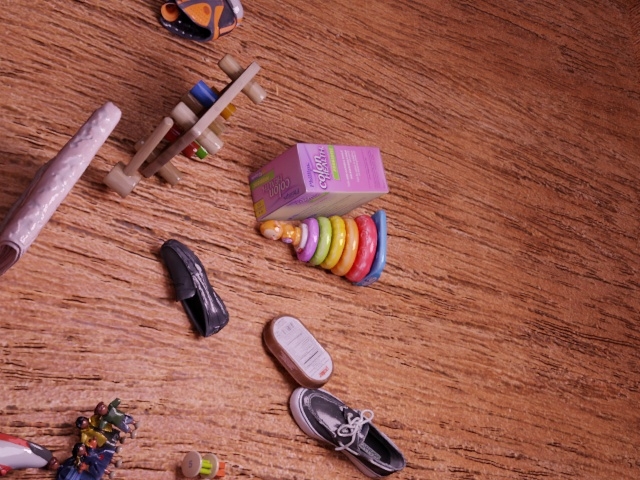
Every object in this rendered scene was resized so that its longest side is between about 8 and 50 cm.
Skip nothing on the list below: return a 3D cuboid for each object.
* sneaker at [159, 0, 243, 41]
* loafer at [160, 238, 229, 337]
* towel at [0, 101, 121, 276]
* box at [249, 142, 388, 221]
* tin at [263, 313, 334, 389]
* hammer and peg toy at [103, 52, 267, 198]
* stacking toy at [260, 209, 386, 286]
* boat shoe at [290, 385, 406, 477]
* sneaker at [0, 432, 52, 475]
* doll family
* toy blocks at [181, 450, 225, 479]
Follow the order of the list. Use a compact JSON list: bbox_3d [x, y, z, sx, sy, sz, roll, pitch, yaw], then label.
[{"bbox_3d":[-0.327,-0.613,1.951,0.321,0.124,0.180,53,50,-8],"label":"sneaker"},{"bbox_3d":[-0.274,0.101,1.752,0.078,0.076,0.223,-38,101,-47],"label":"loafer"},{"bbox_3d":[-0.507,-0.072,1.489,0.053,0.317,0.332,38,54,-20],"label":"towel"},{"bbox_3d":[-0.006,-0.133,1.952,0.242,0.213,0.117,-3,76,-37],"label":"box"},{"bbox_3d":[-0.047,0.248,1.865,0.190,0.040,0.106,48,46,5],"label":"tin"},{"bbox_3d":[-0.277,-0.222,1.748,0.127,0.266,0.361,45,51,-14],"label":"hammer and peg toy"},{"bbox_3d":[0.000,0.000,1.964,0.301,0.175,0.166,12,68,-21],"label":"stacking toy"},{"bbox_3d":[0.067,0.429,1.864,0.306,0.105,0.113,46,52,-13],"label":"boat shoe"},{"bbox_3d":[-0.601,0.389,1.394,0.270,0.090,0.145,22,62,-25],"label":"sneaker"},{"bbox_3d":[-0.425,0.383,1.537,0.111,0.076,0.193,38,57,-26],"label":"doll family"},{"bbox_3d":[-0.198,0.486,1.665,0.148,0.054,0.123,31,18,-48],"label":"toy blocks"}]
